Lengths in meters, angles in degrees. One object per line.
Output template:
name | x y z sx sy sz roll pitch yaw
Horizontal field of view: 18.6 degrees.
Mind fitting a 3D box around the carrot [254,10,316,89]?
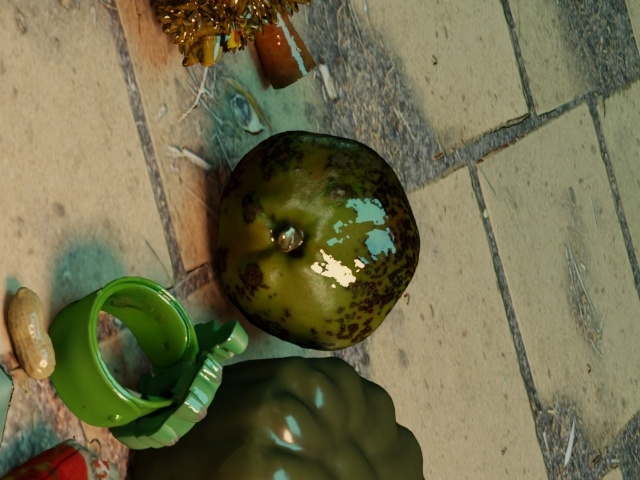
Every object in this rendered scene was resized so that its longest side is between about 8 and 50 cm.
carrot | -0.075 -0.279 2.164 0.224 0.057 0.057 64 32 -13

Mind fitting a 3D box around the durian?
durian | -0.093 -0.328 1.964 0.258 0.258 0.293 -58 145 -51

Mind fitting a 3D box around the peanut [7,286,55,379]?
peanut | -0.255 0.082 1.723 0.037 0.037 0.083 -9 90 -61

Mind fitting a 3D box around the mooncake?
mooncake | -0.025 0.287 1.899 0.356 0.194 0.356 28 57 -55

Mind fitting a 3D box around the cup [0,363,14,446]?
cup | -0.337 0.137 1.465 0.134 0.148 0.236 52 28 6

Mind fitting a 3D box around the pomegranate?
pomegranate | -0.017 -0.003 2.055 0.204 0.276 0.222 8 93 -20

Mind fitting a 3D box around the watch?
watch | -0.172 0.102 1.804 0.152 0.131 0.165 43 46 -20

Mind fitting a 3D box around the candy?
candy | -0.248 0.236 1.657 0.292 0.059 0.086 -33 109 -58
